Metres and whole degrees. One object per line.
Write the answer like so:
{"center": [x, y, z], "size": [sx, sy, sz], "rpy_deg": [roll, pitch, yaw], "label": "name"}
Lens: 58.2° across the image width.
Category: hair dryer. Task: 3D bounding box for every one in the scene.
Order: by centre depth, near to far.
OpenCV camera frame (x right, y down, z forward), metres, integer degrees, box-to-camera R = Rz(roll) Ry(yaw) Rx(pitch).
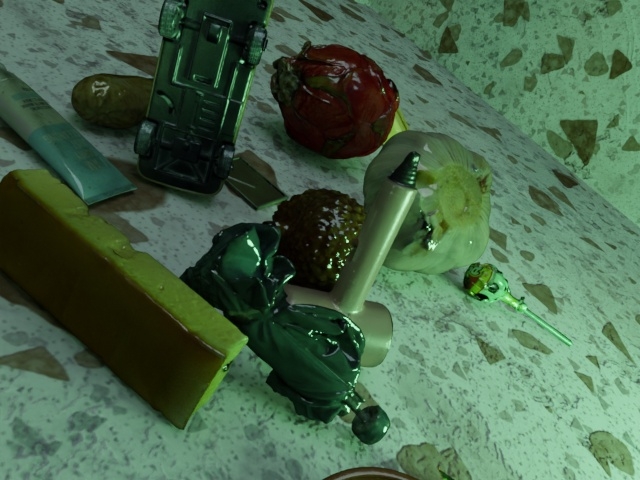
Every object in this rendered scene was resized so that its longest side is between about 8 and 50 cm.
{"center": [0.048, 0.024, 0.824], "size": [0.189, 0.344, 0.107], "rpy_deg": [14, 21, -24], "label": "hair dryer"}

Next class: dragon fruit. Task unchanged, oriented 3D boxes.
{"center": [0.043, -0.337, 1.409], "size": [0.342, 0.277, 0.277], "rpy_deg": [-2, 44, -45], "label": "dragon fruit"}

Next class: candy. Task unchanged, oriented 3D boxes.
{"center": [0.439, 0.148, 1.250], "size": [0.305, 0.083, 0.091], "rpy_deg": [34, -7, -10], "label": "candy"}

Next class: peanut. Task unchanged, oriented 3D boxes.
{"center": [-0.377, -0.268, 1.119], "size": [0.108, 0.095, 0.226], "rpy_deg": [54, 31, 8], "label": "peanut"}

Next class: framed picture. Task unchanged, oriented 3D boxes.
{"center": [-0.149, -0.120, 1.180], "size": [0.149, 0.011, 0.109], "rpy_deg": [41, 32, 17], "label": "framed picture"}

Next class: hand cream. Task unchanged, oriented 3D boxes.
{"center": [-0.449, -0.176, 0.951], "size": [0.312, 0.070, 0.111], "rpy_deg": [40, 29, 7], "label": "hand cream"}

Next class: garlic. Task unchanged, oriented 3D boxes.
{"center": [0.218, -0.077, 1.176], "size": [0.241, 0.322, 0.322], "rpy_deg": [22, 20, 40], "label": "garlic"}

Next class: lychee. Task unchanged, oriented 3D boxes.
{"center": [0.000, 0.000, 0.967], "size": [0.238, 0.200, 0.200], "rpy_deg": [21, 30, -39], "label": "lychee"}

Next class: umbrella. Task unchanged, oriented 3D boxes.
{"center": [-0.029, 0.129, 0.738], "size": [0.349, 0.143, 0.094], "rpy_deg": [48, 33, -15], "label": "umbrella"}

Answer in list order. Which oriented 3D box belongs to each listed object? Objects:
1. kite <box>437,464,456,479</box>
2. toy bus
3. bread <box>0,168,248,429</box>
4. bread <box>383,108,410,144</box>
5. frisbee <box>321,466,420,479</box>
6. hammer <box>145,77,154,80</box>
{"center": [0.264, 0.428, 0.725], "size": [0.234, 0.016, 0.321], "rpy_deg": [8, 43, -40], "label": "kite"}
{"center": [-0.204, -0.276, 1.022], "size": [0.177, 0.365, 0.202], "rpy_deg": [16, 21, -11], "label": "toy bus"}
{"center": [-0.261, 0.061, 0.700], "size": [0.361, 0.138, 0.077], "rpy_deg": [38, 30, 11], "label": "bread"}
{"center": [0.213, -0.388, 1.728], "size": [0.264, 0.163, 0.167], "rpy_deg": [28, 30, -6], "label": "bread"}
{"center": [0.071, 0.365, 0.615], "size": [0.251, 0.021, 0.251], "rpy_deg": [11, 41, -10], "label": "frisbee"}
{"center": [-0.345, -0.362, 1.332], "size": [0.137, 0.037, 0.290], "rpy_deg": [33, 30, 6], "label": "hammer"}
